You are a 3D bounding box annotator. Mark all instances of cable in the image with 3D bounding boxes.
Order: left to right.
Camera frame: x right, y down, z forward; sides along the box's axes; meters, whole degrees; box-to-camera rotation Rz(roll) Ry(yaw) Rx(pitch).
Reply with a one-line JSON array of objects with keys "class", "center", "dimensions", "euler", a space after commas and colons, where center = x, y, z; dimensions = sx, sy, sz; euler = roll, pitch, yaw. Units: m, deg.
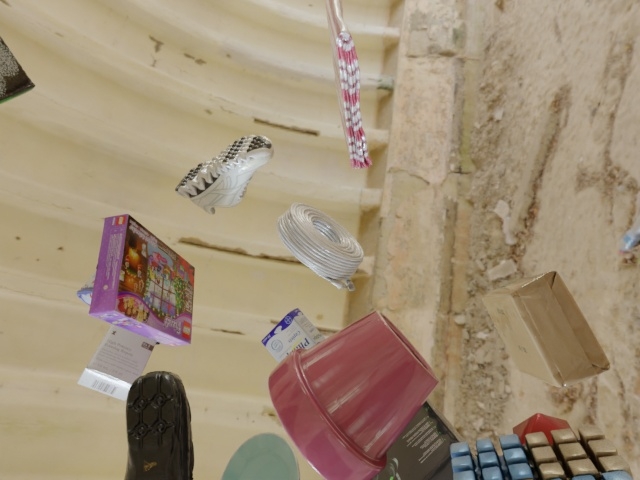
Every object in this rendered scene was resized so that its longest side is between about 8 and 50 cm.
[{"class": "cable", "center": [0.000, 0.000, 1.165], "dimensions": [0.089, 0.257, 0.257], "euler": [-52, 22, 20]}]

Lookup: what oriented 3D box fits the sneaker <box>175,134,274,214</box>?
[{"class": "sneaker", "center": [-0.203, -0.146, 0.976], "dimensions": [0.118, 0.292, 0.110], "euler": [49, -139, -27]}]

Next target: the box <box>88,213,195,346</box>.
[{"class": "box", "center": [-0.366, 0.100, 0.919], "dimensions": [0.293, 0.057, 0.201], "euler": [65, -162, -63]}]

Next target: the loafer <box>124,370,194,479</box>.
[{"class": "loafer", "center": [-0.162, 0.249, 0.431], "dimensions": [0.078, 0.076, 0.223], "euler": [86, 178, -67]}]

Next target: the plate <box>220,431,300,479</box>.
[{"class": "plate", "center": [-0.105, 0.433, 0.732], "dimensions": [0.024, 0.188, 0.188], "euler": [43, -136, -37]}]

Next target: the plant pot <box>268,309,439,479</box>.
[{"class": "plant pot", "center": [0.056, 0.204, 0.598], "dimensions": [0.180, 0.201, 0.201], "euler": [-43, -5, 4]}]

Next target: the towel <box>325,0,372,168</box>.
[{"class": "towel", "center": [0.035, -0.207, 0.545], "dimensions": [0.197, 0.029, 0.144], "euler": [76, -176, -52]}]

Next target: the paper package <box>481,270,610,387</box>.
[{"class": "paper package", "center": [0.693, 0.273, 1.354], "dimensions": [0.325, 0.168, 0.310], "euler": [55, -169, -78]}]

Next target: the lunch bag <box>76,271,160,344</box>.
[{"class": "lunch bag", "center": [-0.600, 0.218, 1.344], "dimensions": [0.303, 0.243, 0.115], "euler": [50, -131, -29]}]

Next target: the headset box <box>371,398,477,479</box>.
[{"class": "headset box", "center": [0.149, 0.415, 0.732], "dimensions": [0.246, 0.131, 0.283], "euler": [-43, 5, -3]}]

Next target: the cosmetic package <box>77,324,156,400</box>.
[{"class": "cosmetic package", "center": [-0.465, 0.251, 1.024], "dimensions": [0.085, 0.117, 0.231], "euler": [-48, 22, 31]}]

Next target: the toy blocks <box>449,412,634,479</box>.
[{"class": "toy blocks", "center": [0.161, 0.245, 0.255], "dimensions": [0.381, 0.190, 0.261], "euler": [-20, -86, -75]}]

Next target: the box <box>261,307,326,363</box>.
[{"class": "box", "center": [-0.073, 0.287, 1.203], "dimensions": [0.126, 0.137, 0.072], "euler": [-47, -11, 15]}]

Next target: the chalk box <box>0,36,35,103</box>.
[{"class": "chalk box", "center": [-0.471, -0.149, 0.374], "dimensions": [0.180, 0.179, 0.289], "euler": [67, -148, -30]}]
